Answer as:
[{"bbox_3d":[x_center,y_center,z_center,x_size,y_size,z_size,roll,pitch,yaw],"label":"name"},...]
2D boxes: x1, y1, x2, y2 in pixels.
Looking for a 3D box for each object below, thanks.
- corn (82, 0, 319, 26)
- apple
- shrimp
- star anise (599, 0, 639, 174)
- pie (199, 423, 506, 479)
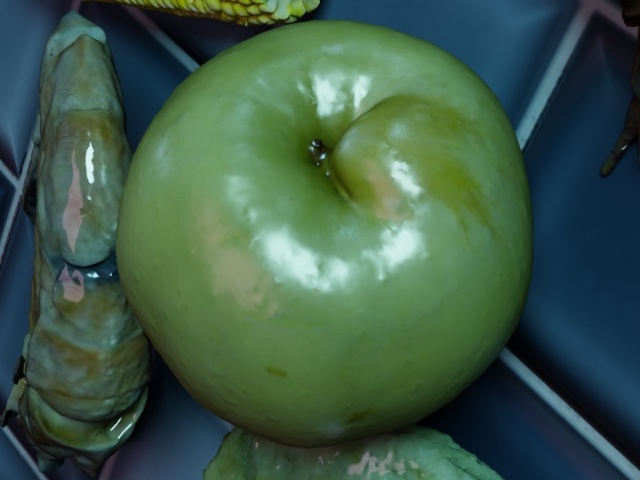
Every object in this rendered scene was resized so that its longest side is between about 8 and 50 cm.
[{"bbox_3d":[-0.094,-0.165,0.773,0.248,0.081,0.081,17,108,44],"label":"corn"},{"bbox_3d":[0.000,0.000,0.633,0.200,0.200,0.200,9,103,44],"label":"apple"},{"bbox_3d":[-0.142,0.018,0.810,0.360,0.085,0.246,109,156,-55],"label":"shrimp"},{"bbox_3d":[0.146,-0.099,0.555,0.140,0.158,0.144,3,132,54],"label":"star anise"},{"bbox_3d":[0.028,0.222,0.724,0.303,0.067,0.302,10,104,44],"label":"pie"}]
